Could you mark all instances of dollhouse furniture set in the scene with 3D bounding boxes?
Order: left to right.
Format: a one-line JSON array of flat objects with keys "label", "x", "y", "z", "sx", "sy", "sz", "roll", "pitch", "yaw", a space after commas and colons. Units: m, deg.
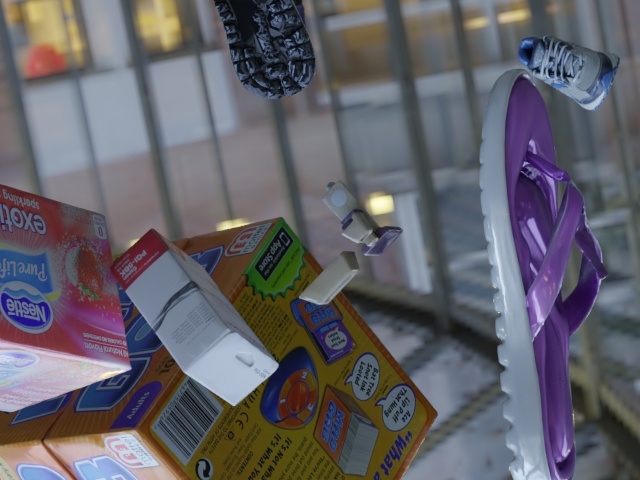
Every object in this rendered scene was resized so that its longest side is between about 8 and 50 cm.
[{"label": "dollhouse furniture set", "x": 0.000, "y": 0.000, "z": 1.815, "sx": 0.114, "sy": 0.081, "sz": 0.091, "roll": -47, "pitch": 162, "yaw": 16}]

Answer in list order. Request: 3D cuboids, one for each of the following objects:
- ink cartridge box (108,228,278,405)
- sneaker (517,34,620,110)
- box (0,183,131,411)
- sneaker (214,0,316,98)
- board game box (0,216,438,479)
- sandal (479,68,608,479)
[{"label": "ink cartridge box", "x": -0.109, "y": 0.067, "z": 1.636, "sx": 0.056, "sy": 0.135, "sz": 0.099, "roll": -42, "pitch": 145, "yaw": 3}, {"label": "sneaker", "x": 0.206, "y": -0.147, "z": 1.621, "sx": 0.058, "sy": 0.052, "sz": 0.135, "roll": 19, "pitch": -175, "yaw": -20}, {"label": "box", "x": -0.306, "y": 0.043, "z": 1.586, "sx": 0.142, "sy": 0.154, "sz": 0.300, "roll": -20, "pitch": 161, "yaw": 25}, {"label": "sneaker", "x": -0.073, "y": -0.290, "z": 1.905, "sx": 0.107, "sy": 0.283, "sz": 0.124, "roll": -7, "pitch": -145, "yaw": 2}, {"label": "board game box", "x": -0.145, "y": 0.241, "z": 2.386, "sx": 0.356, "sy": 0.356, "sz": 0.356, "roll": -13, "pitch": -146, "yaw": 45}, {"label": "sandal", "x": 0.229, "y": 0.040, "z": 1.823, "sx": 0.102, "sy": 0.416, "sz": 0.169, "roll": -2, "pitch": -170, "yaw": 21}]
